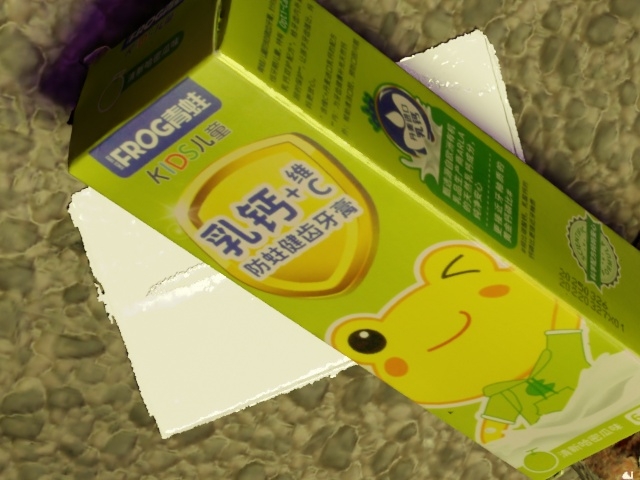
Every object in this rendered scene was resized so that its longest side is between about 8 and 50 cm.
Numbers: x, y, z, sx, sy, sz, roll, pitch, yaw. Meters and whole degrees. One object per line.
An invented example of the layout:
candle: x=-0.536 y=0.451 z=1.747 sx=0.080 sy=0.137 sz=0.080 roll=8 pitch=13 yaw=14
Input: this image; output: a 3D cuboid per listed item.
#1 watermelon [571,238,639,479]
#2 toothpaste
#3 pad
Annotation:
watermelon: x=0.205 y=0.054 z=1.043 sx=0.094 sy=0.154 sz=0.241 roll=25 pitch=118 yaw=-26
toothpaste: x=0.039 y=-0.002 z=0.951 sx=0.327 sy=0.077 sz=0.110 roll=35 pitch=133 yaw=-27
pad: x=0.000 y=0.000 z=1.012 sx=0.232 sy=0.004 sz=0.156 roll=-22 pitch=119 yaw=-6
